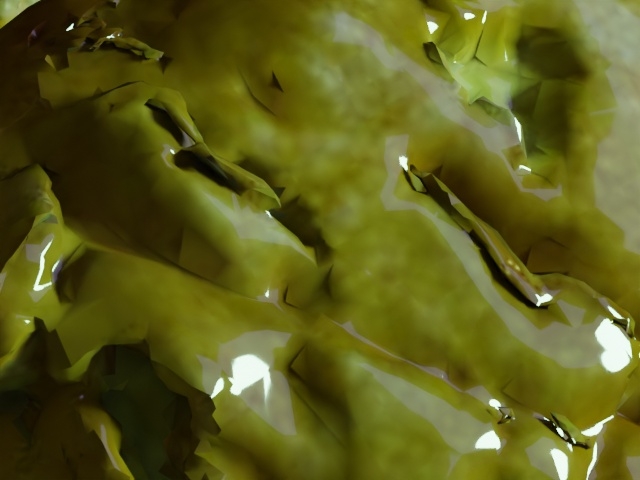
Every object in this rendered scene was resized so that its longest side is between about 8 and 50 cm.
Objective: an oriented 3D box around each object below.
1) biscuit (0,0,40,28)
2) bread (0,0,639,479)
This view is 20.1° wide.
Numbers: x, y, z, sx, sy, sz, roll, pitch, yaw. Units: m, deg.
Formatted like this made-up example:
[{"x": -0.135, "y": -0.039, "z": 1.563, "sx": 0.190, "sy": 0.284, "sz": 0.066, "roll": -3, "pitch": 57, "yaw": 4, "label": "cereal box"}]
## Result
[{"x": -0.239, "y": -0.244, "z": 0.782, "sx": 0.379, "sy": 0.054, "sz": 0.094, "roll": 55, "pitch": 19, "yaw": -13, "label": "biscuit"}, {"x": 0.049, "y": 0.079, "z": 0.545, "sx": 0.398, "sy": 0.398, "sz": 0.215, "roll": 60, "pitch": -27, "yaw": 2, "label": "bread"}]
